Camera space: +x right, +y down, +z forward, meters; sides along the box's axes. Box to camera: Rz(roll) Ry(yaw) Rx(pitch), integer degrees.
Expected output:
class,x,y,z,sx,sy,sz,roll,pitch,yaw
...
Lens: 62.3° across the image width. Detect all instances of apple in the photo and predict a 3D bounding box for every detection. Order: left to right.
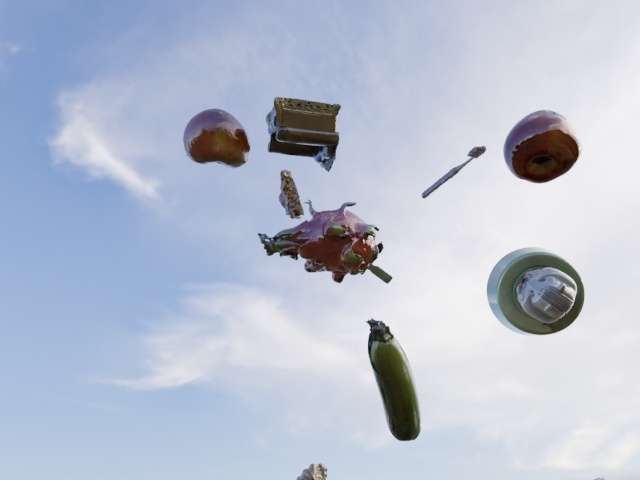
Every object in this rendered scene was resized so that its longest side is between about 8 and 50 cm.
class,x,y,z,sx,sy,sz,roll,pitch,yaw
apple,-0.301,-0.292,1.548,0.195,0.173,0.160,5,-38,-13
apple,0.680,-0.295,1.647,0.230,0.229,0.229,-4,-37,-3

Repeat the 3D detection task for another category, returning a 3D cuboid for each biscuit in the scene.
class,x,y,z,sx,sy,sz,roll,pitch,yaw
biscuit,-0.027,0.791,1.647,0.118,0.183,0.061,-12,-36,0

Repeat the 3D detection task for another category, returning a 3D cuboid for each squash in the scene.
class,x,y,z,sx,sy,sz,roll,pitch,yaw
squash,0.157,0.300,1.121,0.087,0.087,0.331,-13,-67,9

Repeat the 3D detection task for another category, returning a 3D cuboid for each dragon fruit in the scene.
class,x,y,z,sx,sy,sz,roll,pitch,yaw
dragon fruit,0.001,-0.004,1.007,0.236,0.137,0.135,10,-41,13

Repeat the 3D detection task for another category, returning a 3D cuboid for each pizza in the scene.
class,x,y,z,sx,sy,sz,roll,pitch,yaw
pizza,-0.102,-0.130,1.795,0.062,0.199,0.188,-16,-57,-12

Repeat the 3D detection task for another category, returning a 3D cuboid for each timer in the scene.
class,x,y,z,sx,sy,sz,roll,pitch,yaw
timer,0.663,0.159,1.584,0.291,0.290,0.315,-14,-5,10

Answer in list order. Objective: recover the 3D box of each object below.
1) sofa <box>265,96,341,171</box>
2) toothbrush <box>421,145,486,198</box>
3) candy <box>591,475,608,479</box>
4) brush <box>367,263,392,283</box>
class,x,y,z,sx,sy,sz,roll,pitch,yaw
sofa,-0.062,-0.306,1.587,0.200,0.181,0.258,6,-1,-13
toothbrush,0.382,-0.198,1.575,0.029,0.024,0.354,6,-18,-15
candy,0.576,0.651,1.135,0.208,0.144,0.359,-24,-11,12
brush,0.165,0.084,1.793,0.179,0.033,0.030,35,-7,6
